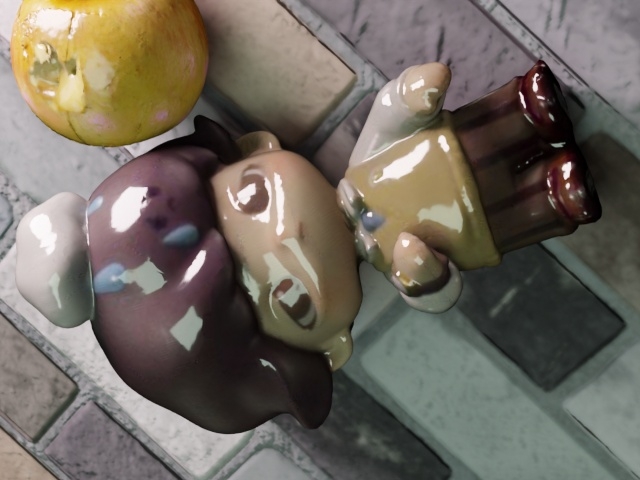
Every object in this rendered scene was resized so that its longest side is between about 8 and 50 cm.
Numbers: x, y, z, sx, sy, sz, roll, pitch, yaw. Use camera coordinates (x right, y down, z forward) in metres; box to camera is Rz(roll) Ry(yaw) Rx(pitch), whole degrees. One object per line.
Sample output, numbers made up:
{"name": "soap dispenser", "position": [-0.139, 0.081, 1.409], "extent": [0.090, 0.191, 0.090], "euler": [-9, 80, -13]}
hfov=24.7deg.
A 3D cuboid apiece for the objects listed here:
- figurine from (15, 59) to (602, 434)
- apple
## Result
{"name": "figurine", "position": [0.000, 0.006, 1.001], "extent": [0.365, 0.206, 0.218], "euler": [-18, 105, 28]}
{"name": "apple", "position": [-0.149, -0.139, 1.034], "extent": [0.146, 0.146, 0.146], "euler": [9, 117, 18]}
